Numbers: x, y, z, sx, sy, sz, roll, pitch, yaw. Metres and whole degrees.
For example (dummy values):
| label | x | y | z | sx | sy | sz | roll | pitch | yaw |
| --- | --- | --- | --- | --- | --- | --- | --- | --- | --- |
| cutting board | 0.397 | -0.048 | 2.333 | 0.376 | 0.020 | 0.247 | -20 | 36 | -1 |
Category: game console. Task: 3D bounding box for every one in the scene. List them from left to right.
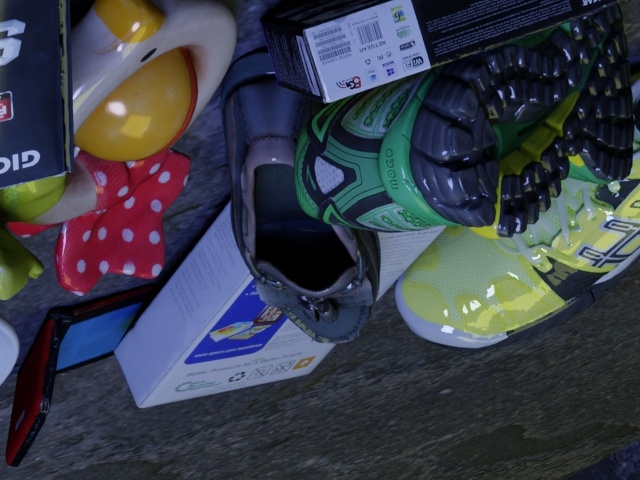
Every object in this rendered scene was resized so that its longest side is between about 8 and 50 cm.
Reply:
| label | x | y | z | sx | sy | sz | roll | pitch | yaw |
| --- | --- | --- | --- | --- | --- | --- | --- | --- | --- |
| game console | -0.191 | 0.109 | 1.456 | 0.085 | 0.124 | 0.144 | 12 | 151 | -14 |

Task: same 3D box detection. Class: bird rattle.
| label | x | y | z | sx | sy | sz | roll | pitch | yaw |
| --- | --- | --- | --- | --- | --- | --- | --- | --- | --- |
| bird rattle | -0.119 | -0.054 | 1.007 | 0.207 | 0.143 | 0.253 | -46 | 158 | 17 |

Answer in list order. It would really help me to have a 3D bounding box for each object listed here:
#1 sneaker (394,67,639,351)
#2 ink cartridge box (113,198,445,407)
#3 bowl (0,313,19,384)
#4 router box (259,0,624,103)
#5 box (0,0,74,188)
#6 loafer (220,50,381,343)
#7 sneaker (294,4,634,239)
| label | x | y | z | sx | sy | sz | roll | pitch | yaw |
| --- | --- | --- | --- | --- | --- | --- | --- | --- | --- |
| sneaker | 0.217 | -0.055 | 1.414 | 0.384 | 0.145 | 0.147 | -34 | 153 | 3 |
| ink cartridge box | 0.000 | 0.000 | 1.363 | 0.176 | 0.069 | 0.371 | -8 | 153 | -39 |
| bowl | -0.331 | 0.050 | 1.024 | 0.298 | 0.134 | 0.298 | -21 | 162 | -7 |
| router box | 0.065 | -0.129 | 1.030 | 0.179 | 0.046 | 0.133 | -19 | -167 | -8 |
| box | -0.218 | -0.085 | 0.784 | 0.220 | 0.051 | 0.175 | -15 | 133 | -22 |
| loafer | -0.017 | -0.004 | 1.187 | 0.096 | 0.084 | 0.267 | -6 | 141 | 8 |
| sneaker | 0.100 | -0.089 | 1.143 | 0.146 | 0.134 | 0.343 | -1 | -169 | 31 |
